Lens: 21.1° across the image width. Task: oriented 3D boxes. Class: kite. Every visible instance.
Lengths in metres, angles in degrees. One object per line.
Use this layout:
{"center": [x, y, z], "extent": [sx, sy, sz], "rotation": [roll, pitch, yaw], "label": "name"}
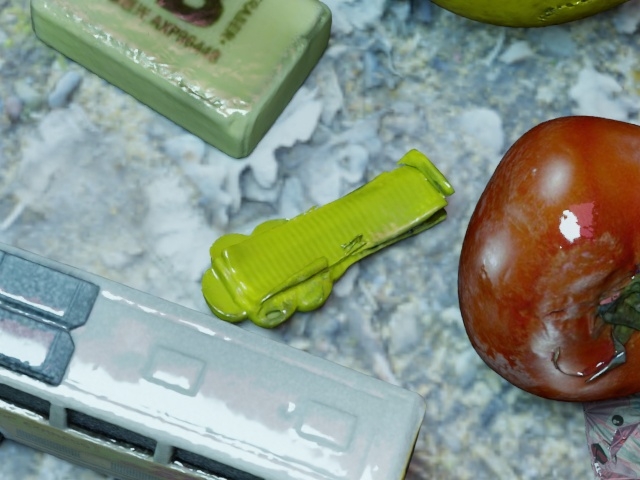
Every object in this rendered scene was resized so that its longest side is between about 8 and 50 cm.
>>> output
{"center": [0.217, 0.096, 1.097], "extent": [0.137, 0.005, 0.152], "rotation": [37, 67, 9], "label": "kite"}

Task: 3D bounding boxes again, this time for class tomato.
{"center": [0.172, 0.006, 1.044], "extent": [0.187, 0.187, 0.151], "rotation": [-1, 33, -7], "label": "tomato"}

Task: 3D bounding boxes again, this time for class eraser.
{"center": [-0.091, -0.146, 1.136], "extent": [0.172, 0.058, 0.117], "rotation": [32, 67, 7], "label": "eraser"}

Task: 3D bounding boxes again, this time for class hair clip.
{"center": [0.000, 0.000, 1.089], "extent": [0.173, 0.046, 0.072], "rotation": [-32, 64, -19], "label": "hair clip"}

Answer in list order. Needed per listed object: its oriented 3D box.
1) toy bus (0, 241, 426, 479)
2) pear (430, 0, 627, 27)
{"center": [-0.114, 0.086, 0.989], "extent": [0.343, 0.138, 0.097], "rotation": [20, 68, 0], "label": "toy bus"}
{"center": [0.108, -0.284, 1.106], "extent": [0.336, 0.285, 0.284], "rotation": [21, 66, 5], "label": "pear"}
